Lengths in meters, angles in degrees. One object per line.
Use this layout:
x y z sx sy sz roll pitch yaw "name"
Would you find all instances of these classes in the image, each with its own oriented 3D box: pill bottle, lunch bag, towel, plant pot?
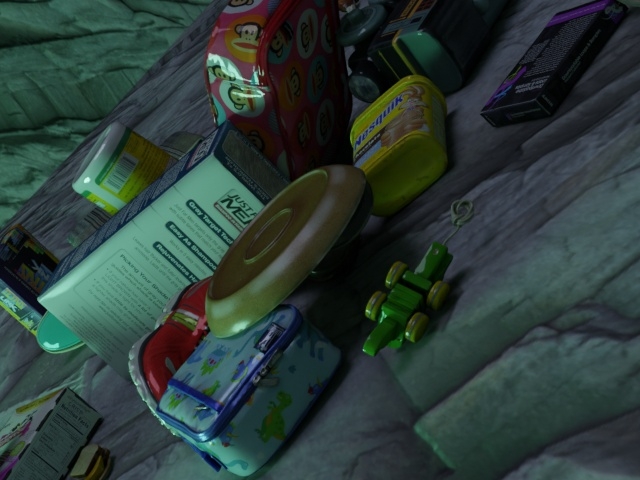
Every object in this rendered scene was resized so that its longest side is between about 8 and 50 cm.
-0.232 -0.066 2.050 0.117 0.208 0.117 -51 16 20 "pill bottle"
-0.079 0.149 1.513 0.176 0.090 0.219 -52 17 -9 "lunch bag"
-0.044 -0.220 1.940 0.120 0.293 0.258 11 46 21 "lunch bag"
-0.334 -0.077 2.700 0.312 0.056 0.324 -45 15 -6 "towel"
-0.046 0.002 1.549 0.236 0.032 0.236 -43 18 17 "plant pot"

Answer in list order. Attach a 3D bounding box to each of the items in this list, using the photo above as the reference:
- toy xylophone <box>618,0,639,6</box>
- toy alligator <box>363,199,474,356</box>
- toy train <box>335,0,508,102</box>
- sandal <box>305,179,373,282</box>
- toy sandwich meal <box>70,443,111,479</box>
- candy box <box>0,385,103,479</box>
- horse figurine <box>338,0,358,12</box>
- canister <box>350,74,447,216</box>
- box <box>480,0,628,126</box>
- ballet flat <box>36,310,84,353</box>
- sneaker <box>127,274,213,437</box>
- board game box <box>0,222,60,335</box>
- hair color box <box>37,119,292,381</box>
0.418 -0.364 1.505 0.323 0.081 0.236 -33 21 36 "toy xylophone"
0.097 0.044 1.402 0.189 0.056 0.051 -54 -22 -24 "toy alligator"
0.160 -0.308 1.920 0.190 0.142 0.334 -7 39 46 "toy train"
0.000 -0.001 1.677 0.120 0.086 0.303 -56 9 -20 "sandal"
-0.288 0.286 1.785 0.085 0.029 0.085 -41 18 16 "toy sandwich meal"
-0.404 0.314 1.926 0.159 0.071 0.233 -26 26 48 "candy box"
-0.048 -0.332 2.555 0.263 0.066 0.174 -36 25 22 "horse figurine"
0.092 -0.112 1.718 0.126 0.073 0.170 -40 20 21 "canister"
0.255 -0.196 1.599 0.162 0.029 0.116 -51 17 -18 "box"
-0.343 0.089 2.304 0.248 0.086 0.086 -40 18 15 "ballet flat"
-0.139 0.114 1.708 0.118 0.107 0.279 -32 22 24 "sneaker"
-0.496 0.074 2.512 0.048 0.170 0.141 -34 22 29 "board game box"
-0.188 0.019 1.909 0.347 0.174 0.105 -37 18 28 "hair color box"
